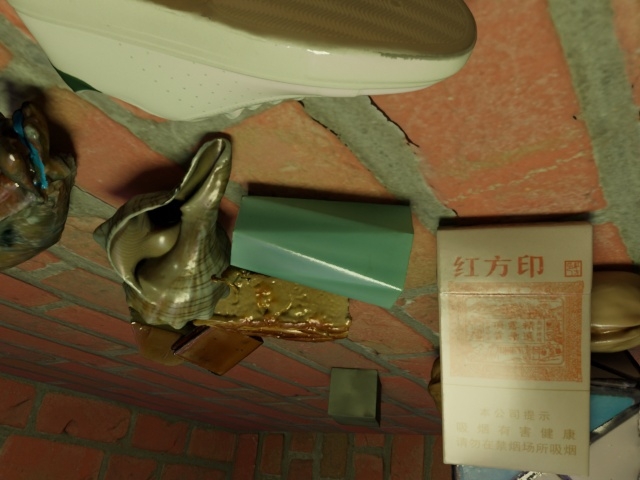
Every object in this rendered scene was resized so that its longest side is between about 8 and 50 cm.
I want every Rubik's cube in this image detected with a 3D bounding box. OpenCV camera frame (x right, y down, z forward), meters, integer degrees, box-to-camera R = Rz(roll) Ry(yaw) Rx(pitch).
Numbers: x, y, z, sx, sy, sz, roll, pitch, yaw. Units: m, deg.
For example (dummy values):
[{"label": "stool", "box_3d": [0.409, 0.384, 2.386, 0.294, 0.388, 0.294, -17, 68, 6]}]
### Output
[{"label": "Rubik's cube", "box_3d": [0.385, 0.323, 0.913, 0.306, 0.306, 0.310, 0, -168, 13]}]

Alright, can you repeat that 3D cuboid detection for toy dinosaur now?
[{"label": "toy dinosaur", "box_3d": [-0.115, 0.047, 0.713, 0.041, 0.026, 0.113, 17, -165, 18]}]

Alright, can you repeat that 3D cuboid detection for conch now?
[{"label": "conch", "box_3d": [-0.219, -0.001, 0.731, 0.203, 0.169, 0.385, -1, 125, -29]}]

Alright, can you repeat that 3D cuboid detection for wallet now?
[{"label": "wallet", "box_3d": [-0.255, 0.264, 1.270, 0.161, 0.042, 0.195, -38, 139, 10]}]

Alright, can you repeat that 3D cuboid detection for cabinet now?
[{"label": "cabinet", "box_3d": [0.115, 0.508, 1.616, 0.150, 0.144, 0.206, 0, 152, 12]}]

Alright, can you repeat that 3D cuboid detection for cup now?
[{"label": "cup", "box_3d": [0.000, 0.000, 0.707, 0.236, 0.148, 0.134, 12, 121, 0]}]

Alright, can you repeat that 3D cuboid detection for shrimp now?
[{"label": "shrimp", "box_3d": [-0.447, -0.043, 0.683, 0.221, 0.109, 0.446, -17, 168, -45]}]

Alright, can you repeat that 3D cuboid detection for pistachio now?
[{"label": "pistachio", "box_3d": [0.436, 0.114, 0.813, 0.215, 0.143, 0.144, -5, 150, 28]}]

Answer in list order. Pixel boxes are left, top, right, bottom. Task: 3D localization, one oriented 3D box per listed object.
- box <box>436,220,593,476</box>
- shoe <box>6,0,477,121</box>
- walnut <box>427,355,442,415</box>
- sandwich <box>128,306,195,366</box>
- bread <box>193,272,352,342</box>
[{"label": "box", "box_3d": [0.277, 0.156, 0.728, 0.205, 0.364, 0.051, -1, -171, 16]}, {"label": "shoe", "box_3d": [-0.069, -0.153, 0.418, 0.364, 0.131, 0.160, 11, 152, 1]}, {"label": "walnut", "box_3d": [0.376, 0.346, 1.197, 0.245, 0.198, 0.198, -12, 148, 22]}, {"label": "sandwich", "box_3d": [-0.390, 0.244, 1.263, 0.096, 0.094, 0.258, -48, 133, 8]}, {"label": "bread", "box_3d": [-0.081, 0.127, 0.940, 0.275, 0.114, 0.184, 4, 167, 1]}]
